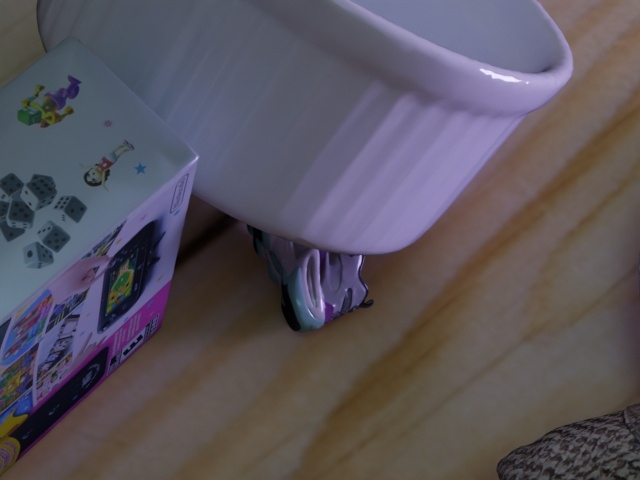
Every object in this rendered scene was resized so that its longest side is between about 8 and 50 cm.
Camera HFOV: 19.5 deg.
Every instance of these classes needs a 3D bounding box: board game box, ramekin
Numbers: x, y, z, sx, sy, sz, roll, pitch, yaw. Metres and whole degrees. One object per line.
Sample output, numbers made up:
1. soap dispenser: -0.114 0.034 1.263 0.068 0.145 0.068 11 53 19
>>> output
1. board game box: -0.204 0.069 0.894 0.097 0.224 0.303 43 66 11
2. ramekin: -0.016 -0.116 0.996 0.277 0.135 0.277 28 23 -13

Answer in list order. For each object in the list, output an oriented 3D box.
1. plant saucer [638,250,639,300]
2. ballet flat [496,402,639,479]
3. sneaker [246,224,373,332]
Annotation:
1. plant saucer: 0.329 0.049 1.076 0.310 0.050 0.311 3 64 -6
2. ballet flat: 0.128 0.297 0.864 0.182 0.164 0.483 -15 49 25
3. sneaker: 0.000 0.000 1.064 0.069 0.038 0.098 -17 76 -17
